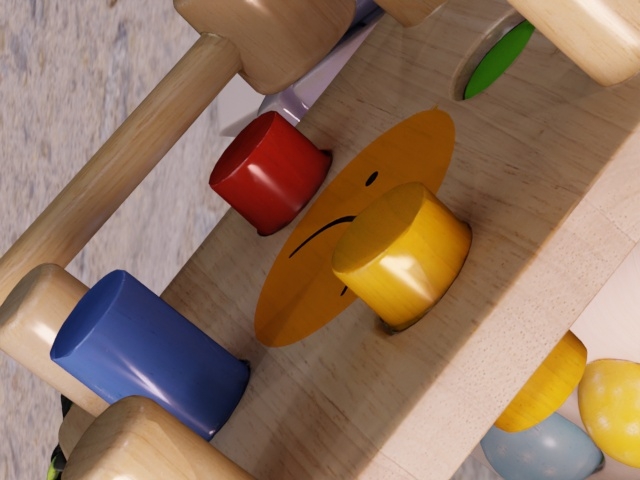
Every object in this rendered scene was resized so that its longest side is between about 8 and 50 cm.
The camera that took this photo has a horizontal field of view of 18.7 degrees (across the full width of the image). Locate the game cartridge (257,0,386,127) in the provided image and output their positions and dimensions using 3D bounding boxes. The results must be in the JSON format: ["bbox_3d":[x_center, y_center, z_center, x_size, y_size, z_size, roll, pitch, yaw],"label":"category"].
[{"bbox_3d":[0.146,-0.058,0.811,0.355,0.230,0.068,-30,29,57],"label":"game cartridge"}]

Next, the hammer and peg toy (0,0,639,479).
[{"bbox_3d":[0.000,0.000,0.673,0.266,0.127,0.361,-52,19,-2],"label":"hammer and peg toy"}]

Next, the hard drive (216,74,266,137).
[{"bbox_3d":[-0.011,-0.267,1.286,0.233,0.047,0.353,-24,66,58],"label":"hard drive"}]

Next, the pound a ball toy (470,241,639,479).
[{"bbox_3d":[0.182,0.044,0.722,0.135,0.208,0.319,-60,15,-25],"label":"pound a ball toy"}]

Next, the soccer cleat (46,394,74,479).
[{"bbox_3d":[-0.187,0.169,1.540,0.179,0.072,0.060,62,139,44],"label":"soccer cleat"}]
